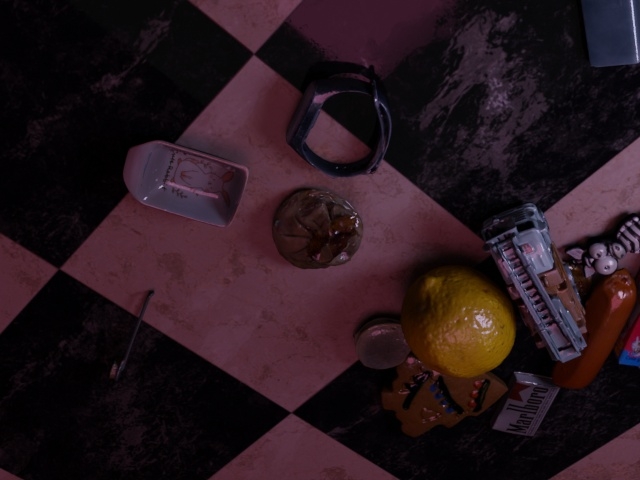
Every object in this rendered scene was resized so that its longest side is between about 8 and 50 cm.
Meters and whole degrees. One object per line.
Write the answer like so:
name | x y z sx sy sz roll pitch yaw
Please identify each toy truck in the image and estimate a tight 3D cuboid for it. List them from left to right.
toy truck | 0.434 0.077 1.735 0.133 0.184 0.338 -23 114 18

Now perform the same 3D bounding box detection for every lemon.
lemon | 0.282 0.166 1.792 0.253 0.228 0.228 33 119 -17

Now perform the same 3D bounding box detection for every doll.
doll | 0.618 0.008 1.773 0.219 0.067 0.091 -31 112 22

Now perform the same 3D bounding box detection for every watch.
watch | 0.046 -0.216 1.619 0.193 0.068 0.206 17 127 -16

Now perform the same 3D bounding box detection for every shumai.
shumai | 0.000 0.000 1.739 0.201 0.120 0.201 -2 124 -2

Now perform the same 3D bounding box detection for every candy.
candy | 0.755 0.137 1.845 0.157 0.100 0.305 9 124 -5

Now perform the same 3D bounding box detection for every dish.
dish | -0.266 -0.128 1.682 0.234 0.064 0.154 16 124 -12

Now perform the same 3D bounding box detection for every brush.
brush | -0.428 0.214 1.937 0.027 0.062 0.266 23 117 -8

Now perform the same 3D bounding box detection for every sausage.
sausage | 0.608 0.212 1.897 0.097 0.094 0.348 -5 128 -23

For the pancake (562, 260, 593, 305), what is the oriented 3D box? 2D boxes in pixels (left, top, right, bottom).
pancake | 0.519 0.111 1.869 0.158 0.028 0.158 0 122 -1

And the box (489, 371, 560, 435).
box | 0.493 0.398 2.069 0.115 0.036 0.177 11 125 -6

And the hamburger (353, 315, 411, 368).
hamburger | 0.142 0.229 1.935 0.133 0.062 0.140 12 122 -13

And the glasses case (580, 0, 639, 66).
glasses case | 0.502 -0.428 1.472 0.105 0.056 0.266 -15 124 10

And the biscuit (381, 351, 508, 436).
biscuit | 0.295 0.362 2.039 0.302 0.043 0.278 -9 125 6
